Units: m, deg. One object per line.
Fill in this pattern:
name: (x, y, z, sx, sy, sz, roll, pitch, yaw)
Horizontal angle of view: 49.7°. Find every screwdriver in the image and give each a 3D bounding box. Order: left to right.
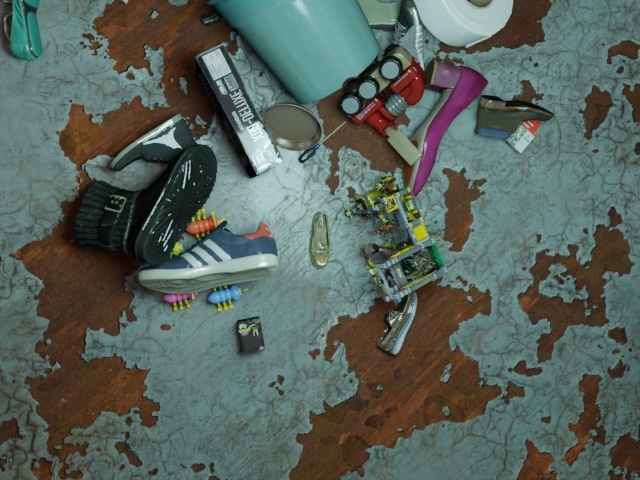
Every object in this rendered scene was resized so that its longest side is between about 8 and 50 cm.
screwdriver: (0.006, -0.270, 1.860, 0.170, 0.024, 0.025, -45, 127, -6)

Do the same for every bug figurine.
bug figurine: (-0.321, 0.066, 1.795, 0.216, 0.072, 0.279, -18, 96, -8)

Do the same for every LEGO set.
LEGO set: (0.157, 0.016, 1.784, 0.192, 0.255, 0.332, -26, 105, -24)

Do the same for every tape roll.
tape roll: (0.373, -0.659, 1.811, 0.286, 0.100, 0.287, 5, 82, -33)

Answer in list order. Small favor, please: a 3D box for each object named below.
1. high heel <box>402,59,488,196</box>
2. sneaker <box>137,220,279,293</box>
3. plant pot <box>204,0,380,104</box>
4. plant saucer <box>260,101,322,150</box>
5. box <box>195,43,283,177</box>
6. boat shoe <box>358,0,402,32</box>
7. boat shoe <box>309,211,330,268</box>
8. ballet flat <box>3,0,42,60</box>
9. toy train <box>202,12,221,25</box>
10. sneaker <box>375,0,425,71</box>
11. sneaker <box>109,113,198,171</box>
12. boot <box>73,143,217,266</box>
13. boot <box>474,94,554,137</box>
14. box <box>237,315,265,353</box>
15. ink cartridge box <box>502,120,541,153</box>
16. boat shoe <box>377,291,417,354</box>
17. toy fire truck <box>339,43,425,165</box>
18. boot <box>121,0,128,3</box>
high heel: (0.342, -0.289, 1.870, 0.181, 0.127, 0.378, 13, 95, -17)
sneaker: (-0.279, 0.034, 1.714, 0.349, 0.131, 0.148, -8, 69, -1)
plant pot: (-0.046, -0.537, 1.682, 0.341, 0.341, 0.334, -39, 114, -6)
plant saucer: (-0.076, -0.300, 1.790, 0.168, 0.168, 0.029, 19, 56, -10)
box: (-0.204, -0.308, 1.711, 0.076, 0.242, 0.308, -28, 98, -7)
boat shoe: (0.144, -0.596, 1.842, 0.227, 0.069, 0.081, 4, 78, -10)
boat shoe: (0.002, -0.001, 1.858, 0.056, 0.048, 0.153, 4, 92, -10)
ballet flat: (-0.736, -0.566, 1.691, 0.087, 0.083, 0.248, -1, 91, 4)
toy train: (-0.231, -0.591, 1.796, 0.158, 0.036, 0.027, -21, 98, -7)
sneaker: (0.198, -0.513, 1.807, 0.132, 0.086, 0.229, -15, 135, 1)
sneaker: (-0.417, -0.215, 1.759, 0.222, 0.083, 0.118, -34, 103, -3)
boot: (-0.437, -0.112, 1.711, 0.260, 0.131, 0.348, 16, 65, 31)
boot: (0.529, -0.331, 1.911, 0.219, 0.082, 0.106, 9, 115, -10)
box: (-0.184, 0.250, 1.837, 0.062, 0.052, 0.083, -10, 95, -8)
ink cartridge box: (0.574, -0.308, 1.950, 0.063, 0.029, 0.115, 41, 86, -8)
boat shoe: (0.210, 0.220, 1.896, 0.066, 0.066, 0.183, 19, 89, -9)
toy fire truck: (0.198, -0.341, 1.791, 0.246, 0.159, 0.217, 42, 122, -17)
boot: (-0.531, -0.663, 1.732, 0.157, 0.059, 0.085, 33, 92, -11)
